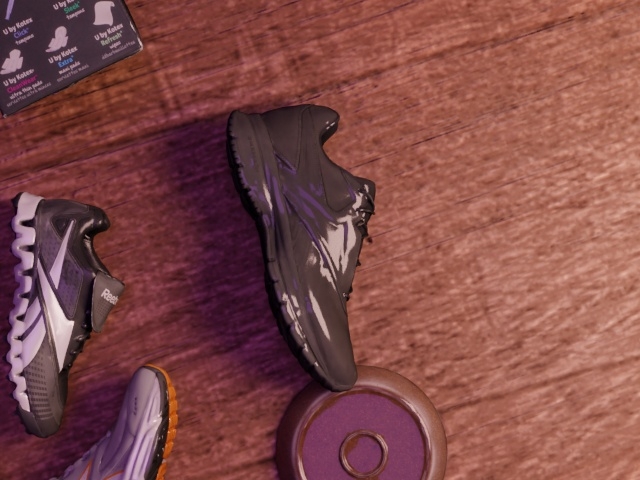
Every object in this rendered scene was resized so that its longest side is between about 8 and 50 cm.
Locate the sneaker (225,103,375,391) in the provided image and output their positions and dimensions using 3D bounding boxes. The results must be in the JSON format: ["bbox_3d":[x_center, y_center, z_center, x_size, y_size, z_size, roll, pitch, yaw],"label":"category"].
[{"bbox_3d":[0.000,0.000,1.026,0.130,0.109,0.286,-15,86,-7],"label":"sneaker"}]

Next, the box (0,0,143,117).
[{"bbox_3d":[-0.283,-0.270,0.973,0.143,0.165,0.270,-27,109,-4],"label":"box"}]

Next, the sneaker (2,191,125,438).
[{"bbox_3d":[-0.239,0.068,1.025,0.106,0.078,0.234,-1,82,1],"label":"sneaker"}]

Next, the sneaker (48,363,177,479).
[{"bbox_3d":[-0.217,0.235,1.002,0.121,0.099,0.263,17,83,5],"label":"sneaker"}]

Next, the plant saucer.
[{"bbox_3d":[0.040,0.204,1.042,0.168,0.029,0.169,0,83,-1],"label":"plant saucer"}]
